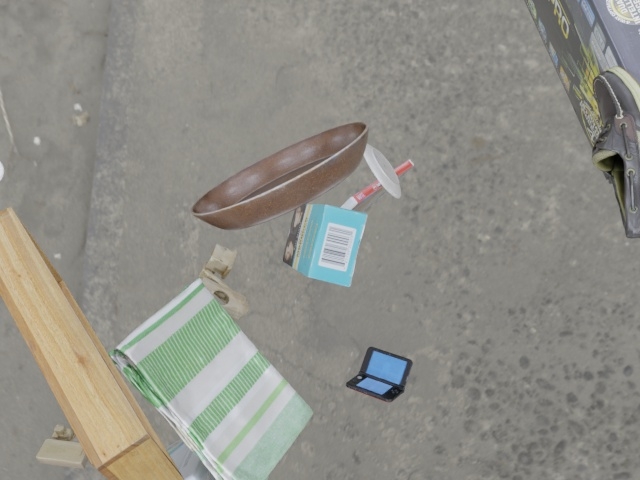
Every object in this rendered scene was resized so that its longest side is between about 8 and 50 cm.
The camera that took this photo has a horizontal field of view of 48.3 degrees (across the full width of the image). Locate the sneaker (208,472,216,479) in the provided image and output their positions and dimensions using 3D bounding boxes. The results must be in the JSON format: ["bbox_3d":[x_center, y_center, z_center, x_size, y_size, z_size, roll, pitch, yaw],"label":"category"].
[{"bbox_3d":[-0.167,0.483,1.574,0.129,0.297,0.111,5,36,-28],"label":"sneaker"}]

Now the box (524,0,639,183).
[{"bbox_3d":[0.377,-0.305,0.977,0.097,0.318,0.394,-20,75,8],"label":"box"}]

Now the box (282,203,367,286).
[{"bbox_3d":[0.000,0.000,1.035,0.060,0.244,0.100,14,90,-11],"label":"box"}]

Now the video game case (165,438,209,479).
[{"bbox_3d":[-0.334,0.451,1.265,0.329,0.300,0.036,-30,93,1],"label":"video game case"}]

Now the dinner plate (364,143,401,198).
[{"bbox_3d":[0.132,-0.150,1.494,0.017,0.141,0.141,-35,64,20],"label":"dinner plate"}]

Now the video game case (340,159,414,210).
[{"bbox_3d":[0.107,-0.100,1.838,0.025,0.204,0.285,50,44,4],"label":"video game case"}]

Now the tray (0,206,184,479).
[{"bbox_3d":[-0.336,0.159,0.977,0.076,0.202,0.411,-33,60,-17],"label":"tray"}]

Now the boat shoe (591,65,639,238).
[{"bbox_3d":[0.243,-0.072,0.572,0.049,0.056,0.152,-14,63,7],"label":"boat shoe"}]

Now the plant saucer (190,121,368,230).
[{"bbox_3d":[-0.030,-0.052,0.612,0.168,0.168,0.029,-34,106,-22],"label":"plant saucer"}]

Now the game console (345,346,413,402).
[{"bbox_3d":[0.160,0.364,1.950,0.144,0.085,0.124,14,19,31],"label":"game console"}]

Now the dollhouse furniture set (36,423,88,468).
[{"bbox_3d":[-0.550,0.487,1.684,0.144,0.123,0.151,3,41,13],"label":"dollhouse furniture set"}]

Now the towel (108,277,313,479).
[{"bbox_3d":[-0.167,0.241,1.189,0.325,0.038,0.248,50,37,-4],"label":"towel"}]

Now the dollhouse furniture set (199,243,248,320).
[{"bbox_3d":[-0.214,0.129,1.420,0.101,0.182,0.161,27,41,-13],"label":"dollhouse furniture set"}]

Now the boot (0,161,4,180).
[{"bbox_3d":[-0.617,-0.135,1.168,0.190,0.086,0.069,18,84,-22],"label":"boot"}]
